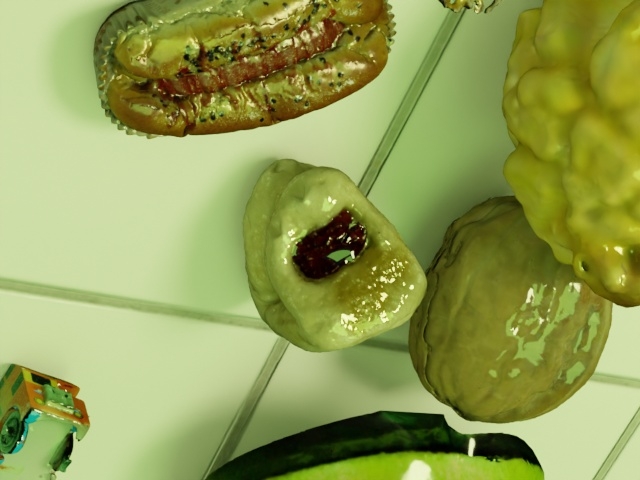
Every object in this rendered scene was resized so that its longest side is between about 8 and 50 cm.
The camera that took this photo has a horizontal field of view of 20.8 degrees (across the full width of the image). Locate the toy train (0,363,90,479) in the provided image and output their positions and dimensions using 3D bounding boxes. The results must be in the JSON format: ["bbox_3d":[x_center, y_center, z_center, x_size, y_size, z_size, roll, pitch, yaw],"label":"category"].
[{"bbox_3d":[-0.291,0.202,1.632,0.072,0.099,0.188,22,115,-33],"label":"toy train"}]

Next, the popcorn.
[{"bbox_3d":[0.339,-0.111,1.524,0.349,0.349,0.381,14,155,-33],"label":"popcorn"}]

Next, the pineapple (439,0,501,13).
[{"bbox_3d":[0.036,-0.324,1.272,0.262,0.271,0.262,-35,138,-39],"label":"pineapple"}]

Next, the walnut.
[{"bbox_3d":[0.186,0.068,1.701,0.198,0.198,0.245,10,111,-32],"label":"walnut"}]

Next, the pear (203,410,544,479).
[{"bbox_3d":[0.054,0.336,1.774,0.398,0.165,0.399,-11,150,-6],"label":"pear"}]

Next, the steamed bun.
[{"bbox_3d":[0.000,0.000,1.591,0.140,0.172,0.155,-29,115,-17],"label":"steamed bun"}]

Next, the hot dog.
[{"bbox_3d":[-0.062,-0.157,1.479,0.268,0.075,0.144,-17,128,-16],"label":"hot dog"}]
